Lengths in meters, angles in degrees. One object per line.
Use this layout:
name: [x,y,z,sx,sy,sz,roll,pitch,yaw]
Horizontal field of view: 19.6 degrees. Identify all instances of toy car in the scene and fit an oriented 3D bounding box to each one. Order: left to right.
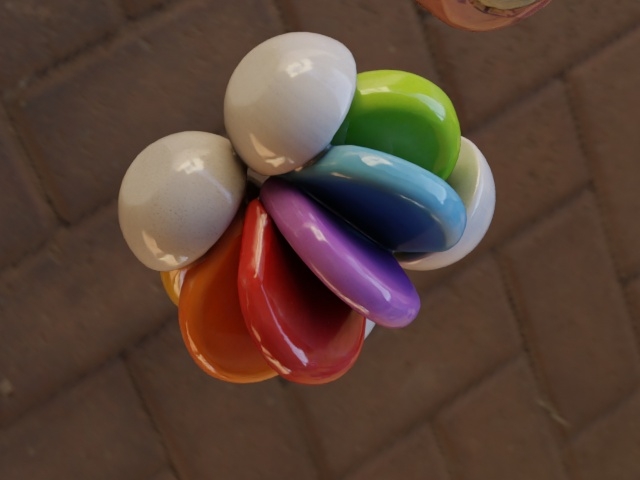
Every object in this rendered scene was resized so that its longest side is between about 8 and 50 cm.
toy car: [0.000,0.000,0.919,0.182,0.136,0.159,-41,128,19]

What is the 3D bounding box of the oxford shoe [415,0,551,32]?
oxford shoe: [0.078,-0.261,0.490,0.140,0.146,0.397,7,115,-60]
